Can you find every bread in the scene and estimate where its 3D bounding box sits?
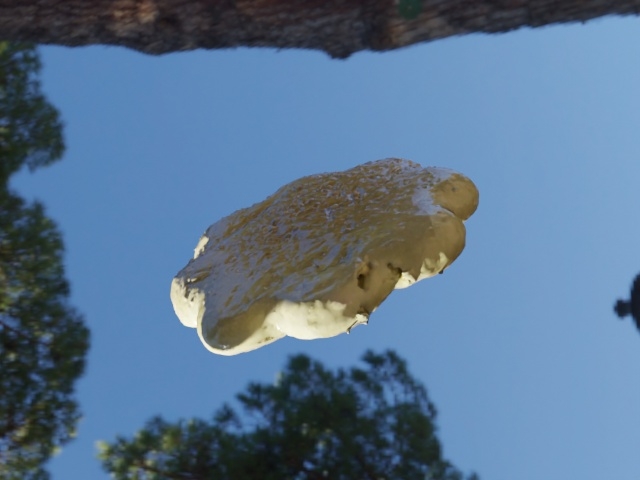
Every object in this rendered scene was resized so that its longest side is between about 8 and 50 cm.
[{"bbox_3d":[0.000,0.000,0.997,0.316,0.316,0.054,-43,-60,-40],"label":"bread"}]
